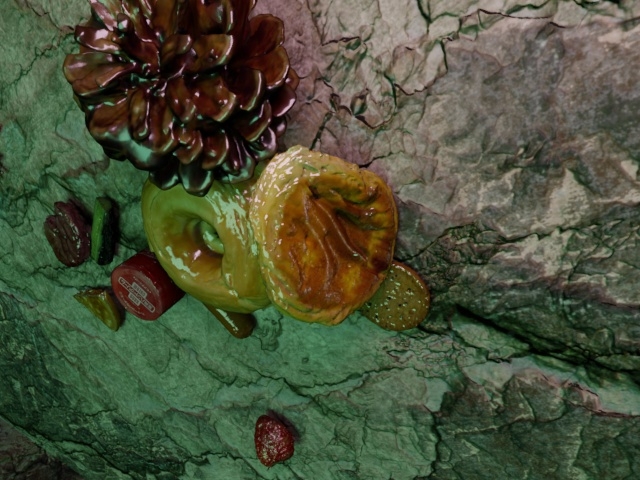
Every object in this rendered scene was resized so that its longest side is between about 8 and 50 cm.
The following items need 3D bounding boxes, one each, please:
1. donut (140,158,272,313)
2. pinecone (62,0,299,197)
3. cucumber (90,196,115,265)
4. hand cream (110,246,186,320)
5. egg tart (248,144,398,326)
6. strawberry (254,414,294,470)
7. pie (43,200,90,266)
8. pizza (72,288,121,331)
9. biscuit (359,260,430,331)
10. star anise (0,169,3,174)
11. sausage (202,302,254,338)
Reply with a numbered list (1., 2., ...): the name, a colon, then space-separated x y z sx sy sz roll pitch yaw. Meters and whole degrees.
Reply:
1. donut: -0.230 -0.028 1.131 0.449 0.198 0.448 15 123 24
2. pinecone: -0.234 -0.293 0.845 0.398 0.398 0.397 14 123 22
3. cucumber: -0.637 -0.028 1.447 0.078 0.062 0.211 44 127 29
4. hand cream: -0.493 0.123 1.408 0.193 0.125 0.193 14 122 23
5. egg tart: 0.000 0.000 0.965 0.153 0.352 0.339 16 99 54
6. strawberry: -0.148 0.622 1.505 0.131 0.131 0.148 -9 120 33
7. pie: -0.788 -0.017 1.511 0.219 0.054 0.204 -15 97 42
8. pizza: -0.749 0.207 1.641 0.193 0.053 0.201 28 138 11
9. biscuit: 0.158 0.125 1.108 0.188 0.027 0.187 13 124 21
10. star anise: -1.084 -0.289 1.538 0.177 0.073 0.233 23 119 5
11. sausage: -0.260 0.193 1.351 0.076 0.076 0.197 -35 98 38
